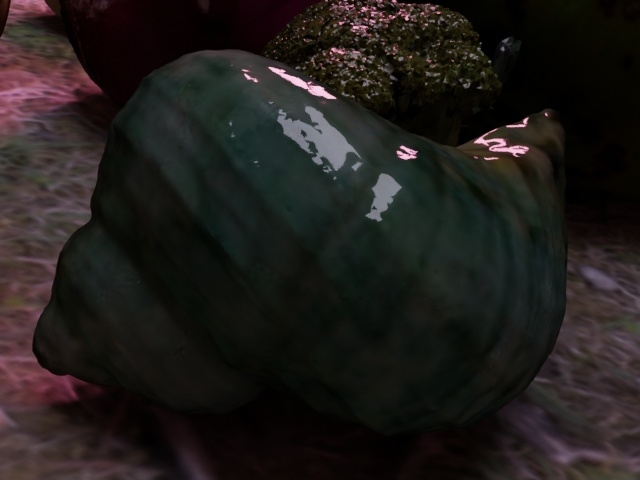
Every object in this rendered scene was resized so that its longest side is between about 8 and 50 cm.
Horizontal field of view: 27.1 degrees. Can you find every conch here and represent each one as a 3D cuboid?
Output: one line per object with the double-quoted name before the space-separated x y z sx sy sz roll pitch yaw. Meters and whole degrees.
"conch" 0.002 0.003 0.457 0.188 0.122 0.176 8 7 -16

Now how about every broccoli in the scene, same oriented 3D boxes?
"broccoli" 0.020 -0.049 0.593 0.131 0.130 0.120 -13 76 -56

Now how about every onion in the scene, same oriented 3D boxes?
"onion" -0.043 -0.144 0.660 0.173 0.198 0.135 -17 41 -19

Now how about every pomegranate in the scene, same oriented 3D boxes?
"pomegranate" 0.169 -0.138 0.701 0.211 0.263 0.211 44 11 -11

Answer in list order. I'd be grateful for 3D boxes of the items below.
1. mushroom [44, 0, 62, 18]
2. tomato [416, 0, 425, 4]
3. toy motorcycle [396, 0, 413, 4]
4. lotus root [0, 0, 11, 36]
"mushroom" -0.130 -0.161 0.800 0.083 0.067 0.084 6 30 -3
"tomato" 0.156 -0.279 0.939 0.272 0.341 0.341 -35 45 -19
"toy motorcycle" -0.015 -0.179 0.877 0.122 0.082 0.213 1 29 -22
"lotus root" -0.201 -0.117 0.653 0.080 0.089 0.179 -27 28 12
